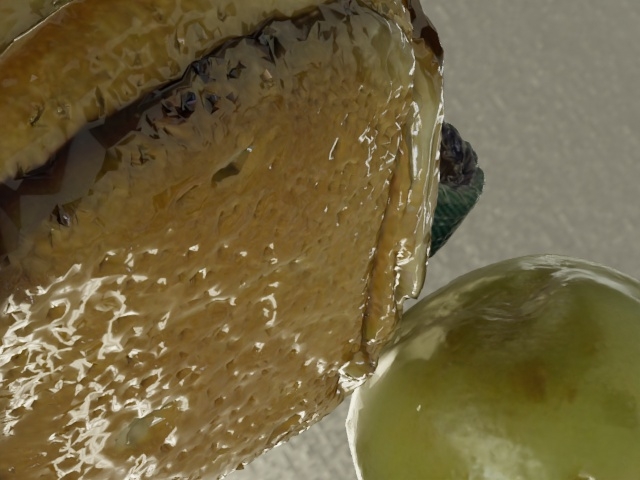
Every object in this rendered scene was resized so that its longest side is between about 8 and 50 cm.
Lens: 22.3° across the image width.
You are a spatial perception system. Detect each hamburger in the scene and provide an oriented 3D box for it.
[{"bbox_3d":[-0.084,0.001,0.693,0.174,0.304,0.284,33,-131,27],"label":"hamburger"}]

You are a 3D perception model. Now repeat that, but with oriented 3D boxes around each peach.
[{"bbox_3d":[0.182,0.174,1.410,0.314,0.315,0.281,-64,-35,-48],"label":"peach"}]

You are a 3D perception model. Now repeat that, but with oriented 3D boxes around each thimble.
[{"bbox_3d":[0.069,-0.056,1.400,0.135,0.090,0.118,41,-142,8],"label":"thimble"}]
